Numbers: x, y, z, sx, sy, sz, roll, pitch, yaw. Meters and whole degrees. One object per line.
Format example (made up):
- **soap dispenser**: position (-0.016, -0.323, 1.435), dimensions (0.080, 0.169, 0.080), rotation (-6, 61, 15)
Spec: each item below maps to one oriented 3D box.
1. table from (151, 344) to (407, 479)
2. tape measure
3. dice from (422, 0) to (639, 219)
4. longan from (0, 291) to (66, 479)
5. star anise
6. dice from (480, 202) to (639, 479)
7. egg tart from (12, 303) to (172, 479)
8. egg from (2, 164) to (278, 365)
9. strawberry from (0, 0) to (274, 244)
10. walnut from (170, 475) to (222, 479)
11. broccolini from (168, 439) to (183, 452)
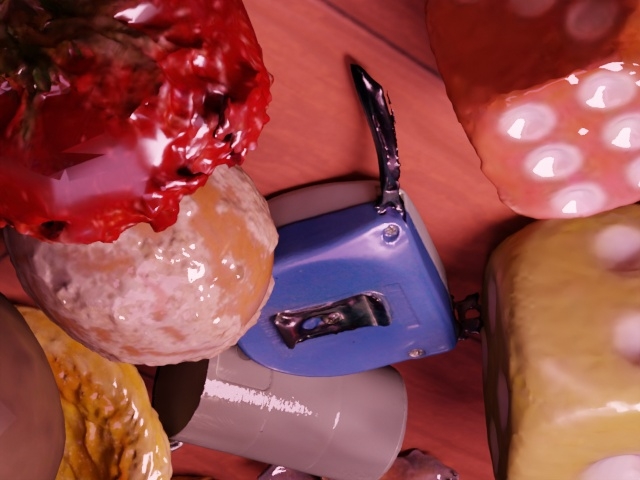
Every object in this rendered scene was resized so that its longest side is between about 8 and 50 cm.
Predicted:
- **table**: position (-0.039, 0.157, 1.802), dimensions (0.220, 0.126, 0.126), rotation (16, 138, -26)
- **tape measure**: position (0.000, 0.000, 1.633), dimensions (0.215, 0.098, 0.351), rotation (-15, 139, 11)
- **dice**: position (0.188, -0.131, 1.414), dimensions (0.174, 0.179, 0.175), rotation (-19, 143, 17)
- **longan**: position (-0.409, 0.145, 1.550), dimensions (0.404, 0.336, 0.404), rotation (27, 151, 16)
- **star anise**: position (0.025, 0.264, 2.010), dimensions (0.208, 0.063, 0.172), rotation (13, 143, -28)
- **dice**: position (0.269, 0.120, 1.705), dimensions (0.227, 0.233, 0.238), rotation (-2, 142, -2)
- **egg tart**: position (-0.278, 0.206, 1.783), dimensions (0.319, 0.319, 0.128), rotation (-15, -176, 13)
- **egg**: position (-0.149, -0.002, 1.528), dimensions (0.245, 0.203, 0.203), rotation (32, 130, -30)
- **strawberry**: position (-0.164, -0.111, 1.347), dimensions (0.274, 0.274, 0.220), rotation (-7, 158, 2)
- **walnut**: position (-0.132, 0.344, 2.013), dimensions (0.165, 0.165, 0.197), rotation (-1, 139, -6)
- **broccolini**: position (-0.129, 0.205, 1.910), dimensions (0.201, 0.074, 0.058), rotation (-7, 126, -1)
